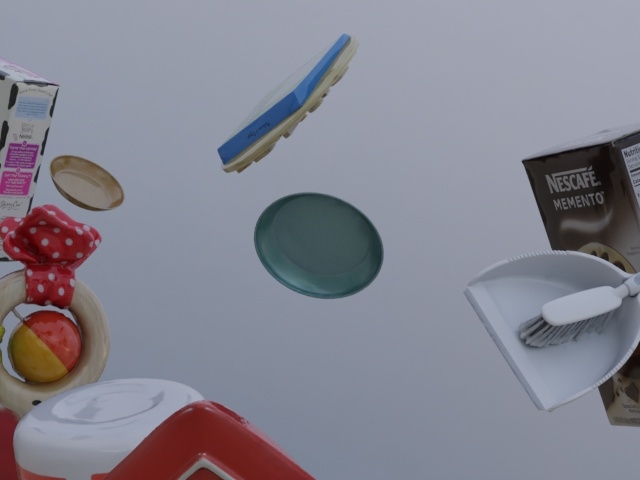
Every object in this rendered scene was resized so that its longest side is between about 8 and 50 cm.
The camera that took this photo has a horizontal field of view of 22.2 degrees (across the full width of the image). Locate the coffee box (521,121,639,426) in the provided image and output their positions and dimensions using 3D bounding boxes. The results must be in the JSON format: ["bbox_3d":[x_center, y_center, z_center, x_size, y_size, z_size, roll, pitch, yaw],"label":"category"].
[{"bbox_3d":[0.334,0.032,1.638,0.119,0.297,0.168,-21,4,-24],"label":"coffee box"}]

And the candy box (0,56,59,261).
[{"bbox_3d":[-0.421,-0.108,2.030,0.159,0.233,0.071,27,18,39],"label":"candy box"}]

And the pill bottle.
[{"bbox_3d":[-0.173,0.301,1.506,0.182,0.322,0.181,-6,14,1],"label":"pill bottle"}]

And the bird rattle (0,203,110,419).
[{"bbox_3d":[-0.327,0.090,1.827,0.207,0.253,0.143,53,-29,-19],"label":"bird rattle"}]

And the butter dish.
[{"bbox_3d":[-0.081,0.179,1.163,0.160,0.160,0.118,40,19,-21],"label":"butter dish"}]

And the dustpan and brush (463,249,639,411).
[{"bbox_3d":[0.255,0.054,1.461,0.211,0.147,0.060,-16,-30,-28],"label":"dustpan and brush"}]

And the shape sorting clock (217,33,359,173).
[{"bbox_3d":[-0.032,-0.147,1.777,0.040,0.206,0.206,48,-22,-10],"label":"shape sorting clock"}]

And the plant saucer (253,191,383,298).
[{"bbox_3d":[0.000,0.000,1.470,0.119,0.021,0.119,7,-53,9],"label":"plant saucer"}]

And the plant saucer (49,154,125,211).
[{"bbox_3d":[-0.237,-0.054,1.638,0.083,0.083,0.015,26,-62,-15],"label":"plant saucer"}]
